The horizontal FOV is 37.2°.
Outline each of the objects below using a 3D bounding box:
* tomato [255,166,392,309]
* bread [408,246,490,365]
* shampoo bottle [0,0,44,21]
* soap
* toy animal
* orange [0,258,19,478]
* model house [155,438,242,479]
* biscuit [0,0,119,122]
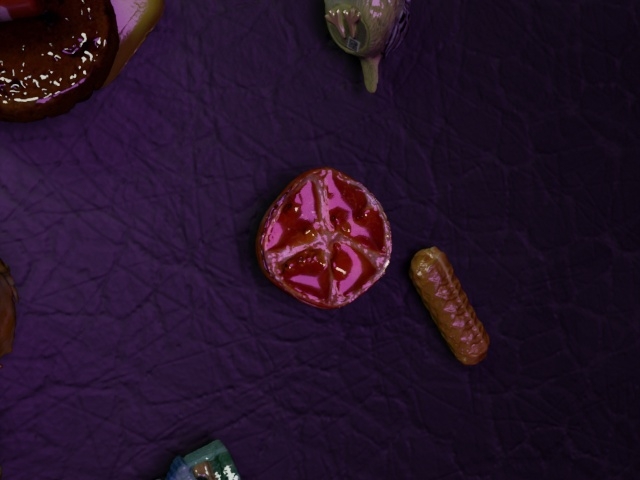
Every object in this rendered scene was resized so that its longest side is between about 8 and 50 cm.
[{"bbox_3d":[0.000,0.000,1.062,0.155,0.069,0.156,0,90,-19],"label":"tomato"},{"bbox_3d":[0.155,0.080,1.140,0.052,0.044,0.157,-36,105,-23],"label":"bread"},{"bbox_3d":[-0.395,-0.230,0.840,0.278,0.104,0.104,-11,96,-9],"label":"shampoo bottle"},{"bbox_3d":[-0.224,-0.223,0.976,0.089,0.045,0.140,38,80,-18],"label":"soap"},{"bbox_3d":[0.061,-0.243,1.070,0.098,0.098,0.137,-30,120,-18],"label":"toy animal"},{"bbox_3d":[-0.390,0.153,0.828,0.262,0.196,0.335,-3,99,-61],"label":"orange"},{"bbox_3d":[-0.139,0.308,1.003,0.148,0.119,0.148,-24,101,-11],"label":"model house"},{"bbox_3d":[-0.290,-0.199,0.918,0.192,0.049,0.192,1,73,-5],"label":"biscuit"}]
